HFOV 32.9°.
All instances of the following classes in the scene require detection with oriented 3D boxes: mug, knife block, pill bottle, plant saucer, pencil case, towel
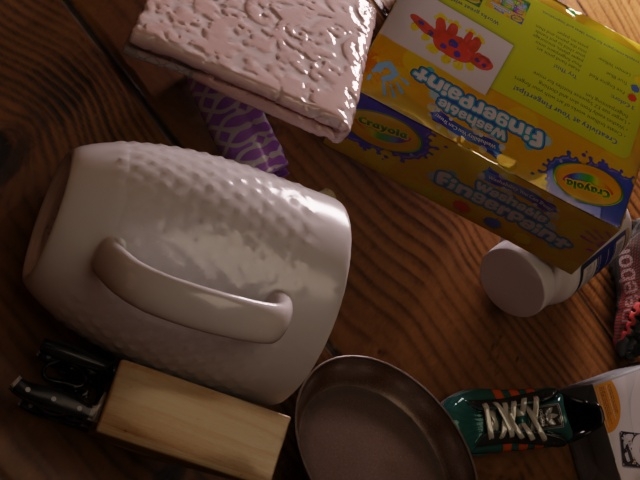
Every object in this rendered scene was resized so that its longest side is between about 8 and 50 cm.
[{"bbox_3d":[-0.157,0.034,1.255,0.328,0.374,0.276,20,96,-21],"label":"mug"},{"bbox_3d":[-0.207,0.193,1.243,0.242,0.276,0.088,41,61,-54],"label":"knife block"},{"bbox_3d":[0.389,0.014,1.796,0.265,0.153,0.153,-32,95,-39],"label":"pill bottle"},{"bbox_3d":[0.085,0.302,1.491,0.311,0.050,0.310,24,41,-23],"label":"plant saucer"},{"bbox_3d":[-0.119,-0.174,1.531,0.206,0.086,0.088,66,25,-1],"label":"pencil case"},{"bbox_3d":[-0.084,-0.295,1.501,0.317,0.053,0.331,22,42,-8],"label":"towel"}]

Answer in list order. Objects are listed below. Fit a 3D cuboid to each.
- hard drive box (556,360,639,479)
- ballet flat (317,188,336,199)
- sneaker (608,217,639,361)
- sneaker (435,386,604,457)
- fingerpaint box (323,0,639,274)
[{"bbox_3d":[0.526,0.310,1.842,0.232,0.089,0.181,-11,82,-39],"label":"hard drive box"},{"bbox_3d":[0.000,0.000,1.578,0.057,0.049,0.173,28,60,-28],"label":"ballet flat"},{"bbox_3d":[0.572,0.078,1.950,0.098,0.135,0.276,22,86,-43],"label":"sneaker"},{"bbox_3d":[0.311,0.272,1.674,0.302,0.121,0.108,2,74,-36],"label":"sneaker"},{"bbox_3d":[0.283,-0.217,1.703,0.445,0.163,0.371,27,58,-2],"label":"fingerpaint box"}]
